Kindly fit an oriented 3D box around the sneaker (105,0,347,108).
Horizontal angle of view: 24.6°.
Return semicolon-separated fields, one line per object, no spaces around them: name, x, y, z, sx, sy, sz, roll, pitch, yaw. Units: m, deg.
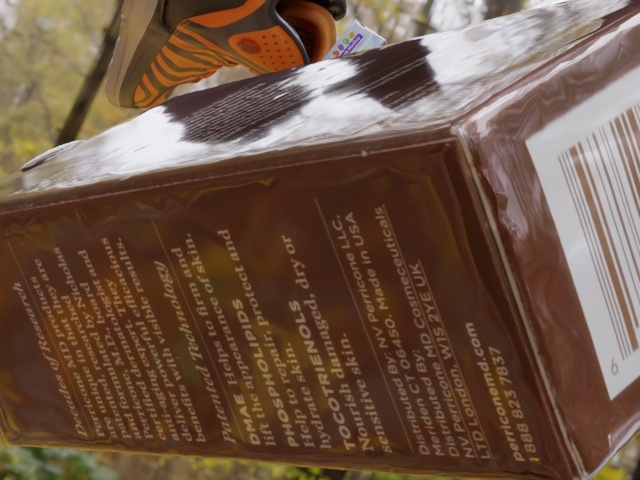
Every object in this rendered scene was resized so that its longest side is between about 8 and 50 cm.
sneaker;-0.084;-0.167;1.286;0.180;0.124;0.321;20;-14;-6

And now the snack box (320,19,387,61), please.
snack box;0.005;-0.104;1.229;0.037;0.141;0.100;38;-7;16

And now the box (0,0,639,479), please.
box;0.000;0.000;0.657;0.381;0.191;0.143;-3;-68;49
